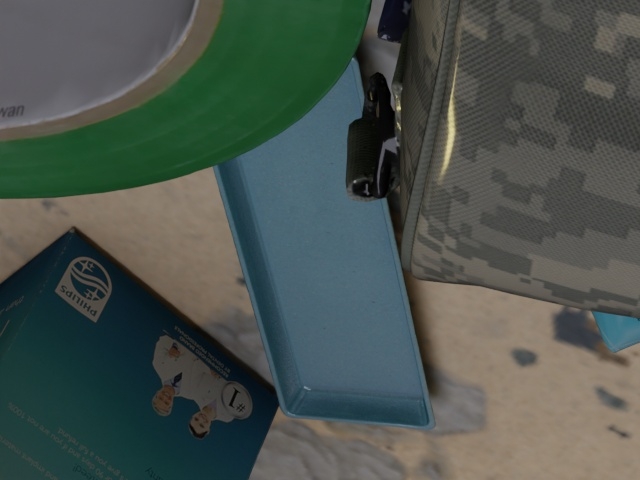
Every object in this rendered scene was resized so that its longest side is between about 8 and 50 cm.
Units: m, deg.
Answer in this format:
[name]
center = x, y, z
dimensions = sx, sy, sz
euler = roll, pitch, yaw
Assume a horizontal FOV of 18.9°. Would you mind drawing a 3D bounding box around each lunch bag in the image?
[lunch bag]
center = 0.168, -0.066, 0.453
dimensions = 0.305, 0.212, 0.256
euler = 16, 130, 4

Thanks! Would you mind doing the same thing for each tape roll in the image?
[tape roll]
center = -0.139, -0.119, 0.553
dimensions = 0.321, 0.077, 0.321
euler = 6, 153, 3

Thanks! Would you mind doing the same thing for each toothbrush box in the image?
[toothbrush box]
center = -0.164, 0.171, 0.767
dimensions = 0.126, 0.295, 0.216
euler = 40, 135, -18

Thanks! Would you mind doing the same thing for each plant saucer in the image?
[plant saucer]
center = 0.000, 0.000, 0.734
dimensions = 0.067, 0.018, 0.192
euler = 3, 134, 19

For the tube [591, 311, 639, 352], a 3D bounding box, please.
[tube]
center = 0.091, -0.039, 0.638
dimensions = 0.080, 0.052, 0.207
euler = -17, 128, 28
